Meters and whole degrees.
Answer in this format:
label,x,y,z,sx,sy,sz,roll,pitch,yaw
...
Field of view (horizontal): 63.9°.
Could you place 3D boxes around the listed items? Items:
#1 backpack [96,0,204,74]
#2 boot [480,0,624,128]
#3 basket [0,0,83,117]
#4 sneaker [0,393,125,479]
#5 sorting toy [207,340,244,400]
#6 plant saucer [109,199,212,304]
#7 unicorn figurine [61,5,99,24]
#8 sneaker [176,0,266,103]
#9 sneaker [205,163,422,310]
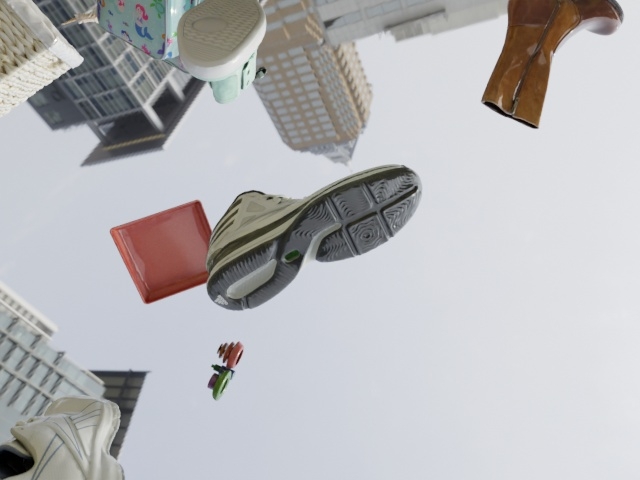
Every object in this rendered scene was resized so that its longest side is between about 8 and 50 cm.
label,x,y,z,sx,sy,sz,roll,pitch,yaw
backpack,-0.262,-0.444,0.890,0.225,0.253,0.191,33,-147,16
boot,0.466,-0.362,1.019,0.096,0.264,0.280,14,-89,65
basket,-0.764,-0.478,1.136,0.266,0.331,0.328,-39,-161,-6
sneaker,-0.317,0.248,0.613,0.110,0.129,0.297,-60,-154,-10
sorting toy,-0.165,0.211,0.852,0.042,0.061,0.101,22,-117,7
plant saucer,-0.431,0.029,1.487,0.259,0.258,0.047,-20,-153,-9
unicorn figurine,-0.493,-0.510,1.186,0.060,0.162,0.111,-48,-145,37
sneaker,-0.113,-0.222,0.646,0.094,0.151,0.255,4,-138,-3
sneaker,-0.040,-0.067,1.023,0.448,0.169,0.257,-28,-139,3
